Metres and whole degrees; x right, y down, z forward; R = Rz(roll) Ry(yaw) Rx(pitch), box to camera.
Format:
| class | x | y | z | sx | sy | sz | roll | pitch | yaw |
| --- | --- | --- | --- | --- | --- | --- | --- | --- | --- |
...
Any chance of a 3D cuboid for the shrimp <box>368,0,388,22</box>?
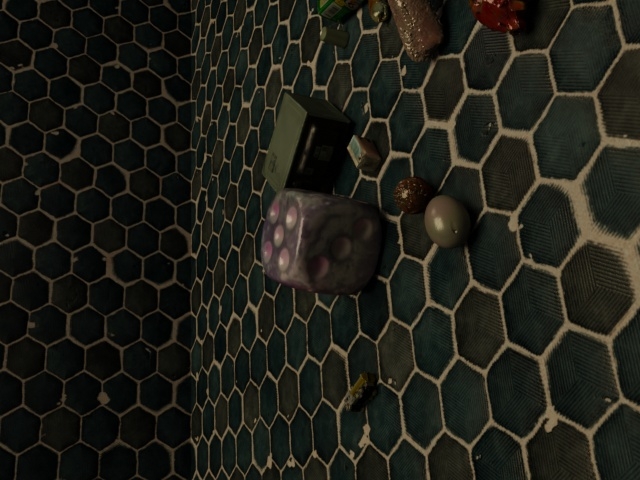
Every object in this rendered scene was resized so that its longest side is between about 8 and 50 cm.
| class | x | y | z | sx | sy | sz | roll | pitch | yaw |
| --- | --- | --- | --- | --- | --- | --- | --- | --- | --- |
| shrimp | 0.200 | -0.731 | 1.993 | 0.166 | 0.049 | 0.161 | -37 | 50 | 45 |

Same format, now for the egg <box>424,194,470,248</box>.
| class | x | y | z | sx | sy | sz | roll | pitch | yaw |
| --- | --- | --- | --- | --- | --- | --- | --- | --- | --- |
| egg | 0.294 | -0.044 | 1.575 | 0.103 | 0.103 | 0.134 | -51 | 40 | 46 |

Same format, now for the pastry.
| class | x | y | z | sx | sy | sz | roll | pitch | yaw |
| --- | --- | --- | --- | --- | --- | --- | --- | --- | --- |
| pastry | 0.234 | -0.596 | 1.747 | 0.265 | 0.103 | 0.112 | 64 | 165 | 6 |

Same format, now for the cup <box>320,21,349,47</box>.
| class | x | y | z | sx | sy | sz | roll | pitch | yaw |
| --- | --- | --- | --- | --- | --- | --- | --- | --- | --- |
| cup | 0.048 | -0.676 | 2.220 | 0.074 | 0.083 | 0.054 | -69 | 29 | 23 |

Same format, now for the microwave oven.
| class | x | y | z | sx | sy | sz | roll | pitch | yaw |
| --- | --- | --- | --- | --- | --- | --- | --- | --- | --- |
| microwave oven | -0.044 | -0.297 | 2.205 | 0.237 | 0.181 | 0.295 | 52 | 129 | 52 |

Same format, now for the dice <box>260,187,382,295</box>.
| class | x | y | z | sx | sy | sz | roll | pitch | yaw |
| --- | --- | --- | --- | --- | --- | --- | --- | --- | --- |
| dice | 0.000 | 0.000 | 1.949 | 0.270 | 0.270 | 0.271 | 21 | 103 | 61 |

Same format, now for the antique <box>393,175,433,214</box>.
| class | x | y | z | sx | sy | sz | roll | pitch | yaw |
| --- | --- | --- | --- | --- | --- | --- | --- | --- | --- |
| antique | 0.234 | -0.113 | 1.711 | 0.104 | 0.104 | 0.104 | -23 | 63 | 59 |

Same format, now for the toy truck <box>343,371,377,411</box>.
| class | x | y | z | sx | sy | sz | roll | pitch | yaw |
| --- | --- | --- | --- | --- | --- | --- | --- | --- | --- |
| toy truck | 0.111 | 0.421 | 1.878 | 0.123 | 0.052 | 0.062 | -61 | 30 | 35 |

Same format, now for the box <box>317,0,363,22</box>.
| class | x | y | z | sx | sy | sz | roll | pitch | yaw |
| --- | --- | --- | --- | --- | --- | --- | --- | --- | --- |
| box | 0.084 | -0.827 | 2.169 | 0.250 | 0.103 | 0.180 | -21 | 66 | 58 |

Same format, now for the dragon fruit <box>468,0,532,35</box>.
| class | x | y | z | sx | sy | sz | roll | pitch | yaw |
| --- | --- | --- | --- | --- | --- | --- | --- | --- | --- |
| dragon fruit | 0.389 | -0.519 | 1.475 | 0.136 | 0.133 | 0.165 | 127 | 130 | -58 |

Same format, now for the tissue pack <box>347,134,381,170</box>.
| class | x | y | z | sx | sy | sz | roll | pitch | yaw |
| --- | --- | --- | --- | --- | --- | --- | --- | --- | --- |
| tissue pack | 0.127 | -0.253 | 1.980 | 0.058 | 0.074 | 0.094 | -57 | 40 | 36 |
